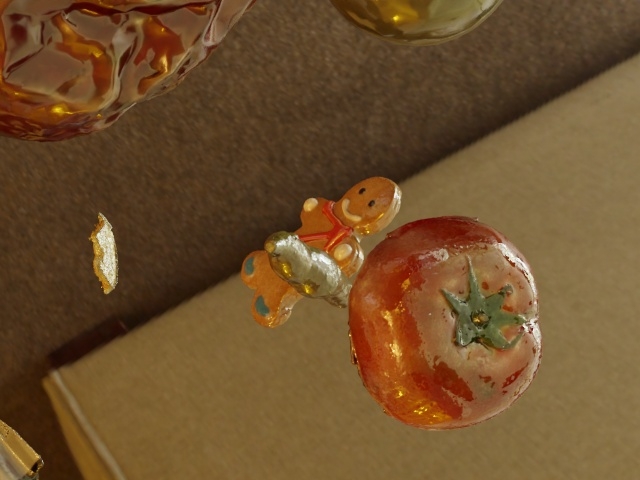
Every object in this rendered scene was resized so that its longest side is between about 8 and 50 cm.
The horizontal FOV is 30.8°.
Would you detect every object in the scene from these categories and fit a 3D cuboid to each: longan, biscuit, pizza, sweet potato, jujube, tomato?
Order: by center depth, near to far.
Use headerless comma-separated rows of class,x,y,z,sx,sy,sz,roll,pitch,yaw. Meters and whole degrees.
jujube,-0.142,-0.252,0.757,0.377,0.276,0.276,-54,131,-16
tomato,0.137,0.081,1.149,0.225,0.085,0.225,0,90,-25
pizza,-0.216,0.012,1.155,0.016,0.083,0.037,-12,169,17
sweet potato,-0.008,0.044,1.458,0.067,0.067,0.274,-50,149,-1
longan,0.146,-0.476,1.820,0.361,0.361,0.361,-15,121,-26
biscuit,-0.001,-0.001,1.984,0.324,0.205,0.049,-34,130,8

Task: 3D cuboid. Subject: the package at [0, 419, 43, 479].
package,-0.418,0.237,1.248,0.251,0.204,0.062,-47,174,25
